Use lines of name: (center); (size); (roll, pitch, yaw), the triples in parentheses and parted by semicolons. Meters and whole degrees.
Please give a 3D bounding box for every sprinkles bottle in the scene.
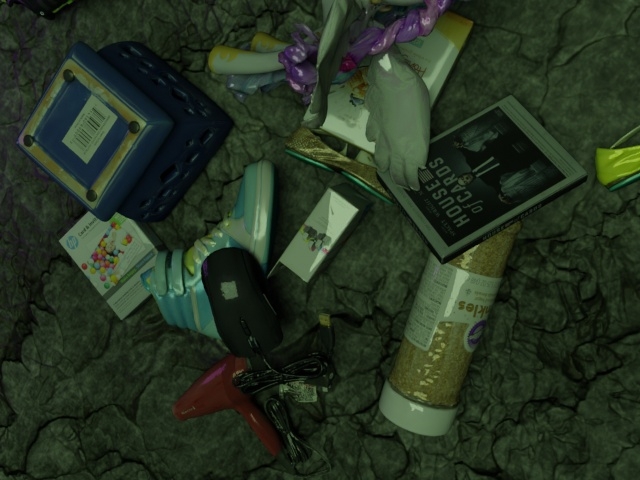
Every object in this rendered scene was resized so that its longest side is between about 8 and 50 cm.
sprinkles bottle: (0.195, 0.116, 1.160); (0.121, 0.121, 0.355); (19, 103, 13)

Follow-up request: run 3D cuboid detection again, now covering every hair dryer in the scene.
hair dryer: (-0.121, 0.298, 1.302); (0.294, 0.080, 0.223); (8, 101, 16)

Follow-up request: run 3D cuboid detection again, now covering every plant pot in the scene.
plant pot: (-0.325, -0.174, 1.226); (0.236, 0.212, 0.236); (41, 107, 8)

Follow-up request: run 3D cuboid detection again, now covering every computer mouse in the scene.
computer mouse: (-0.076, 0.128, 1.182); (0.184, 0.060, 0.262); (-12, 111, 2)

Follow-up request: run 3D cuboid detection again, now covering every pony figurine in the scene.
pony figurine: (0.030, -0.273, 1.029); (0.363, 0.303, 0.351); (9, 79, 32)

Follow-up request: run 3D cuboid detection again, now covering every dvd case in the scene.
dvd case: (0.225, -0.092, 1.082); (0.239, 0.029, 0.179); (-29, 59, -7)

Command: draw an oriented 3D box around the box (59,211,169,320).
box: (-0.357, 0.025, 1.355); (0.145, 0.038, 0.186); (-40, 85, 17)

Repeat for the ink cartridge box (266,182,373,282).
ink cartridge box: (0.000, 0.000, 1.210); (0.061, 0.104, 0.181); (38, 107, 9)

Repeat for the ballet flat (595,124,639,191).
ballet flat: (0.498, -0.142, 1.062); (0.231, 0.077, 0.077); (-21, 78, 20)

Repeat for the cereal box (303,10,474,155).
cereal box: (0.102, -0.252, 1.155); (0.173, 0.047, 0.240); (27, 94, 10)

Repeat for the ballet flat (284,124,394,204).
ballet flat: (0.042, -0.128, 1.201); (0.206, 0.073, 0.067); (28, 89, 7)

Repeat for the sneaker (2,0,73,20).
sneaker: (-0.452, -0.430, 1.310); (0.235, 0.084, 0.097); (13, 125, 15)

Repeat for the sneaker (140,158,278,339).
sneaker: (-0.182, 0.013, 1.237); (0.208, 0.127, 0.319); (10, 100, 1)
